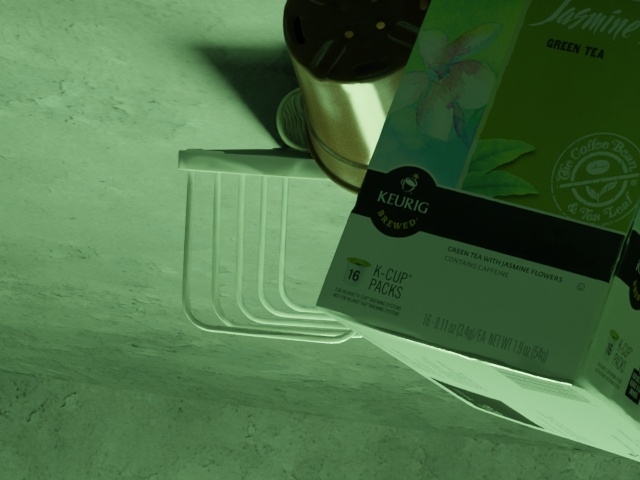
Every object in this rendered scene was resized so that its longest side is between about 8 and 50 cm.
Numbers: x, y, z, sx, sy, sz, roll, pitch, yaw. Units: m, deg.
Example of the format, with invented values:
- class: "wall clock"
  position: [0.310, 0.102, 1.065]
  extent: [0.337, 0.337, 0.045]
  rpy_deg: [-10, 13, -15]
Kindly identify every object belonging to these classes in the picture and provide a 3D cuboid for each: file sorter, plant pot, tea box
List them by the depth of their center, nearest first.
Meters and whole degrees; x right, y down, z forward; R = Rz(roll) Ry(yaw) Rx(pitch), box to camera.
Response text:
- class: "tea box"
  position: [0.203, -0.026, 1.444]
  extent: [0.220, 0.323, 0.329]
  rpy_deg: [15, 170, 29]
- class: "plant pot"
  position: [0.048, -0.142, 1.498]
  extent: [0.167, 0.167, 0.165]
  rpy_deg: [3, 156, 17]
- class: "file sorter"
  position: [0.000, 0.000, 1.817]
  extent: [0.193, 0.173, 0.277]
  rpy_deg: [4, -176, 19]

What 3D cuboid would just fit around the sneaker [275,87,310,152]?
- class: "sneaker"
  position: [0.068, -0.118, 1.736]
  extent: [0.222, 0.083, 0.118]
  rpy_deg: [2, -176, -3]
